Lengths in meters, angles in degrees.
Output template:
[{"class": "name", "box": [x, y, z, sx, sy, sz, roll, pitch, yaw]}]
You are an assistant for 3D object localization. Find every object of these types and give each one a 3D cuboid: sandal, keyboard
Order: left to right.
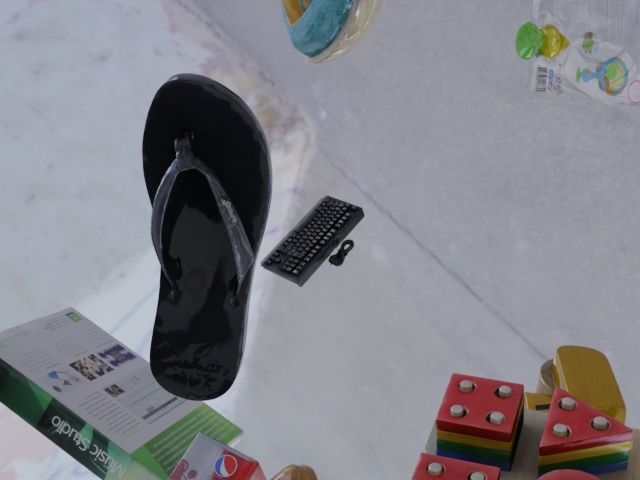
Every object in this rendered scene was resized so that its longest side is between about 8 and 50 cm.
[{"class": "sandal", "box": [-0.087, 0.004, 0.738, 0.097, 0.054, 0.254, 2, 105, 7]}, {"class": "keyboard", "box": [0.000, 0.000, 1.501, 0.108, 0.180, 0.023, 25, 142, 23]}]

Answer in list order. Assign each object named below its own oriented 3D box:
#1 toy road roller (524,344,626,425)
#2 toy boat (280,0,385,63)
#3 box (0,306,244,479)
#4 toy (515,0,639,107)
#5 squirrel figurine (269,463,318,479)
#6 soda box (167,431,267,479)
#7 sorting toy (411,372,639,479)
[{"class": "toy road roller", "box": [0.304, 0.301, 1.405, 0.240, 0.329, 0.202, 9, 118, 2]}, {"class": "toy boat", "box": [-0.027, -0.369, 1.253, 0.318, 0.148, 0.267, 35, 119, 56]}, {"class": "box", "box": [-0.280, 0.216, 1.306, 0.322, 0.058, 0.232, 33, -165, 11]}, {"class": "toy", "box": [0.325, -0.229, 1.169, 0.056, 0.237, 0.137, 11, 101, 56]}, {"class": "squirrel figurine", "box": [-0.032, 0.410, 0.773, 0.281, 0.397, 0.370, 48, 178, -1]}, {"class": "soda box", "box": [-0.104, 0.330, 1.153, 0.083, 0.092, 0.263, 21, 151, 23]}, {"class": "sorting toy", "box": [0.233, 0.260, 1.112, 0.255, 0.257, 0.089, 7, 123, 20]}]
